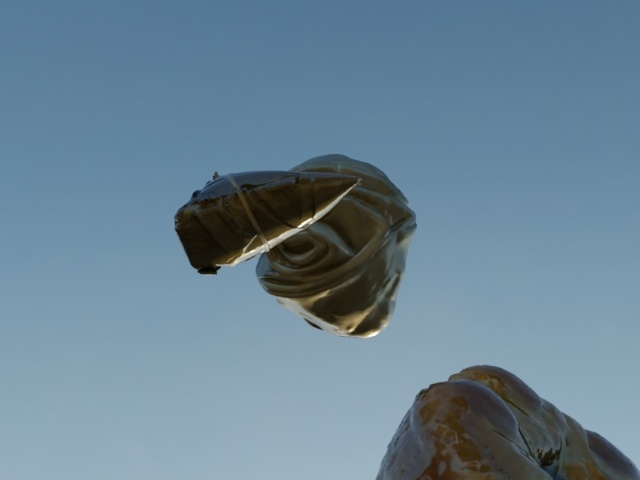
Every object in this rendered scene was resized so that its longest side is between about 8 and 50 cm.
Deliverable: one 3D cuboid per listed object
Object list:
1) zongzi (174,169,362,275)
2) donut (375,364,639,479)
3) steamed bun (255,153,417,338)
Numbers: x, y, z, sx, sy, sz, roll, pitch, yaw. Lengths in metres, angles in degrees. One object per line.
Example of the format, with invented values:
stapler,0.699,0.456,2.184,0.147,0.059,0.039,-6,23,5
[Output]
zongzi,-0.042,-0.045,0.830,0.178,0.189,0.081,-21,-77,8
donut,0.186,0.240,0.660,0.150,0.299,0.317,-52,-122,11
steamed bun,-0.002,-0.001,1.031,0.211,0.144,0.218,23,-85,32
